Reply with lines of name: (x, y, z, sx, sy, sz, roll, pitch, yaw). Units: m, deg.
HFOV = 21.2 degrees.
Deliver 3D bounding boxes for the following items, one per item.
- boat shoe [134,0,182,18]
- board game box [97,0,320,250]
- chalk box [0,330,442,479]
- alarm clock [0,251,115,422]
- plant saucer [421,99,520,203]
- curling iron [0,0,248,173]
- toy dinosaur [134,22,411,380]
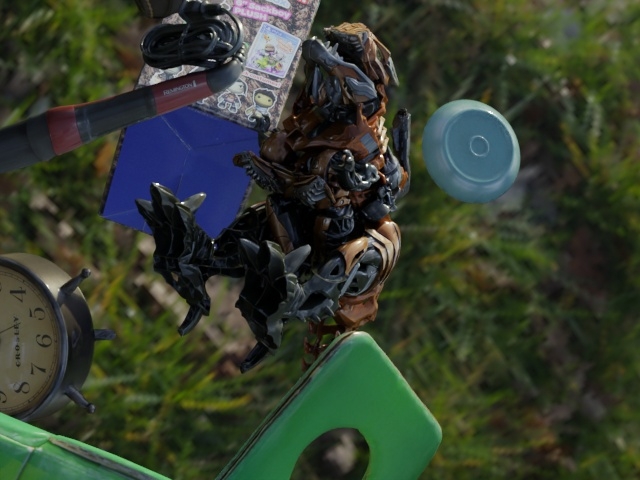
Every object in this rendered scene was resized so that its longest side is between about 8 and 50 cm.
boat shoe: (-0.201, -0.302, 1.332, 0.132, 0.130, 0.355, 60, -4, 40)
board game box: (-0.103, -0.171, 1.766, 0.141, 0.232, 0.291, 20, 53, -4)
chalk box: (-0.055, 0.160, 0.483, 0.289, 0.179, 0.180, -63, 148, -16)
alarm clock: (-0.252, 0.074, 1.297, 0.064, 0.192, 0.129, -11, 100, -70)
plant saucer: (0.170, -0.101, 1.876, 0.119, 0.021, 0.119, 5, 75, -19)
curling iron: (-0.163, -0.078, 1.082, 0.035, 0.274, 0.068, 48, 25, -44)
toy dinosaur: (0.000, 0.000, 1.339, 0.218, 0.164, 0.322, -22, 103, -40)
